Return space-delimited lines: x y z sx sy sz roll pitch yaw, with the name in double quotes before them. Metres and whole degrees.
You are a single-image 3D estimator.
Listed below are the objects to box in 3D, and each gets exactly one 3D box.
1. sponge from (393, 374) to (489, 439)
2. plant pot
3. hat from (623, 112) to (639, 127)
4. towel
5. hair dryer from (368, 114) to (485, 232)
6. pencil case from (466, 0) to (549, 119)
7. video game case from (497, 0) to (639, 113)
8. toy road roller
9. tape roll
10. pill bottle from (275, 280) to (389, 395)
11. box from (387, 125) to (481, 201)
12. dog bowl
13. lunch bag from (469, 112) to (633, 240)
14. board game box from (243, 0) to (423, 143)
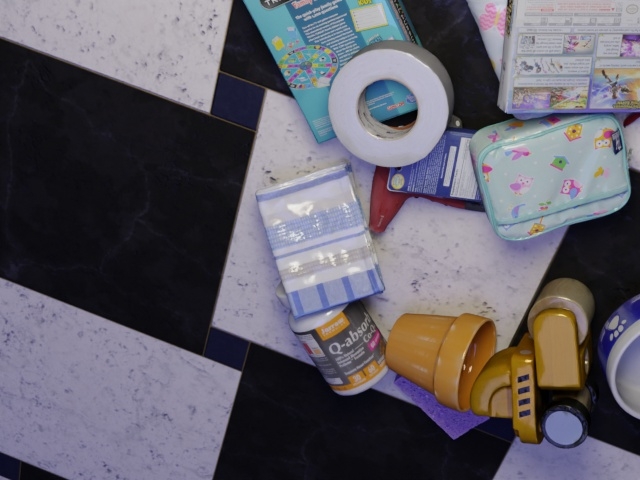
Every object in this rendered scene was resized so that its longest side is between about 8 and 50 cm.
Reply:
"sponge" 0.280 0.359 2.253 0.210 0.031 0.117 44 125 -12
"plant pot" 0.249 0.240 2.098 0.187 0.205 0.205 16 127 28
"hat" 0.623 -0.310 1.699 0.208 0.183 0.173 -45 120 -8
"towel" 0.000 0.000 2.012 0.209 0.034 0.285 -16 93 5
"hair dryer" 0.205 -0.095 1.947 0.293 0.080 0.224 -26 110 31
"pencil case" 0.350 -0.346 1.713 0.124 0.113 0.273 -16 115 29
"video game case" 0.439 -0.337 1.635 0.269 0.061 0.244 -1 111 -7
"toy road roller" 0.426 0.249 1.981 0.240 0.202 0.330 0 104 22
"tape roll" 0.127 -0.245 1.766 0.219 0.072 0.219 7 117 14
"pill bottle" 0.028 0.188 2.145 0.162 0.162 0.278 -21 114 29
"box" 0.246 -0.147 1.863 0.225 0.036 0.137 7 116 -2
"dog bowl" 0.687 0.226 1.936 0.264 0.104 0.265 -1 119 -2
"lunch bag" 0.426 -0.125 1.793 0.279 0.108 0.224 -16 117 5
"board game box" 0.039 -0.373 1.820 0.253 0.079 0.336 -16 115 26
